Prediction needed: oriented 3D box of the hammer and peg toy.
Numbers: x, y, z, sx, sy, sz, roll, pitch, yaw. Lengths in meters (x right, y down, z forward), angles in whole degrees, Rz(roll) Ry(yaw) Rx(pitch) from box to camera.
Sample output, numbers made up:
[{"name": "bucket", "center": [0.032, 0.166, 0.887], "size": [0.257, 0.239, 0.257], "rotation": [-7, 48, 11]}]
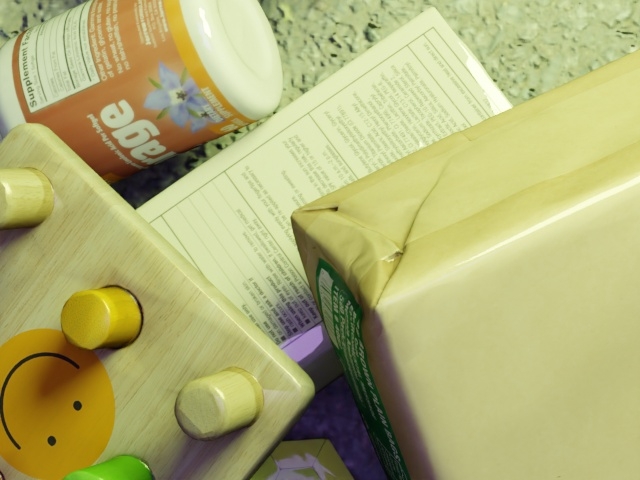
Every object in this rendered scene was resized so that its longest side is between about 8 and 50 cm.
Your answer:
[{"name": "hammer and peg toy", "center": [-0.204, 0.136, 1.145], "size": [0.266, 0.127, 0.361], "rotation": [44, 107, 13]}]

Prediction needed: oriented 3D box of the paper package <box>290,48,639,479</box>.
[{"name": "paper package", "center": [0.182, 0.082, 1.156], "size": [0.309, 0.168, 0.324], "rotation": [-26, 116, -10]}]

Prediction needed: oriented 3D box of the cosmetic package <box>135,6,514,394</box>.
[{"name": "cosmetic package", "center": [0.000, 0.000, 1.253], "size": [0.309, 0.113, 0.160], "rotation": [-34, 74, -4]}]

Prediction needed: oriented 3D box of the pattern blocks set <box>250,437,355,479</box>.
[{"name": "pattern blocks set", "center": [-0.008, 0.280, 1.268], "size": [0.325, 0.026, 0.285], "rotation": [-10, 84, -5]}]

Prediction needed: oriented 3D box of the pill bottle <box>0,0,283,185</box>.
[{"name": "pill bottle", "center": [-0.144, -0.102, 1.243], "size": [0.216, 0.121, 0.121], "rotation": [-22, 84, 20]}]
